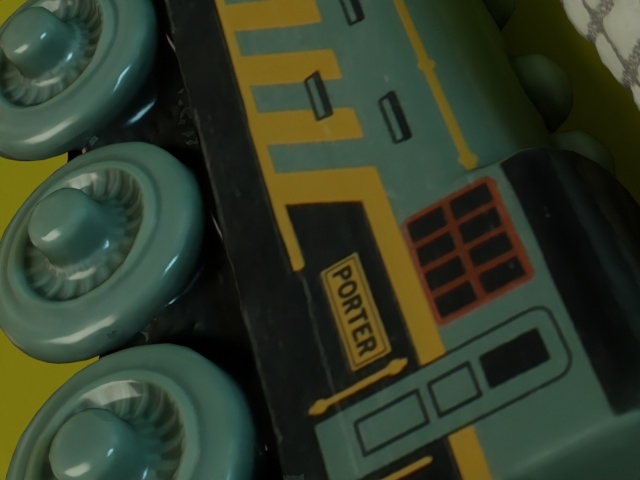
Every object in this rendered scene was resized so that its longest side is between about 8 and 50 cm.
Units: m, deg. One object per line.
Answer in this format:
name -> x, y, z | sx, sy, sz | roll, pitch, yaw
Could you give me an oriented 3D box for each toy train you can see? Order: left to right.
toy train -> 0.000, 0.000, 0.463 | 0.190, 0.142, 0.334 | -28, 47, 12

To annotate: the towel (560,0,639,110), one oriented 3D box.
towel -> 0.198, -0.077, 0.275 | 0.283, 0.121, 0.235 | -53, 52, 40
